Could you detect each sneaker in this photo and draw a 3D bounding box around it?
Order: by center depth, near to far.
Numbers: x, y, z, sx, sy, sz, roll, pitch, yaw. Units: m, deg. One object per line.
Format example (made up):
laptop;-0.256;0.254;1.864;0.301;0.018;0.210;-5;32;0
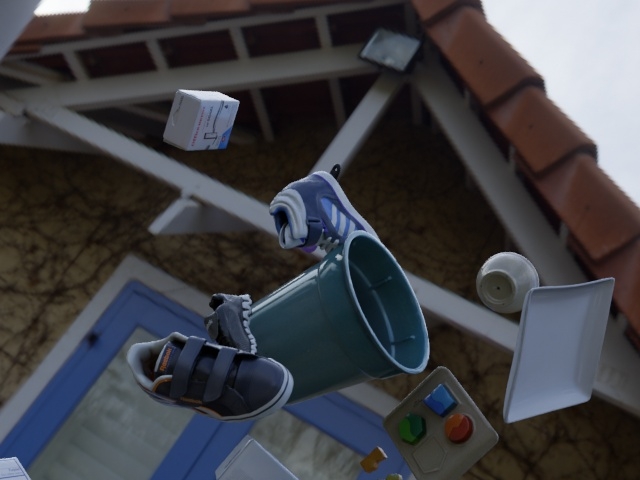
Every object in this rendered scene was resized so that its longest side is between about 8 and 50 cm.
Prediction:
sneaker;-0.209;0.239;1.480;0.321;0.126;0.127;-3;-38;30
sneaker;-0.193;0.196;1.743;0.106;0.234;0.078;16;-53;-23
sneaker;0.000;0.000;2.123;0.323;0.236;0.130;57;-37;-4

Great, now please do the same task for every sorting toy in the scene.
sorting toy;0.230;0.463;1.912;0.041;0.307;0.229;34;14;-46

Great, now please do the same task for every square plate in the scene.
square plate;0.588;0.264;2.092;0.347;0.344;0.049;-4;17;-38

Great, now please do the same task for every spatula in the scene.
spatula;0.002;-0.098;2.505;0.084;0.030;0.296;39;-59;31

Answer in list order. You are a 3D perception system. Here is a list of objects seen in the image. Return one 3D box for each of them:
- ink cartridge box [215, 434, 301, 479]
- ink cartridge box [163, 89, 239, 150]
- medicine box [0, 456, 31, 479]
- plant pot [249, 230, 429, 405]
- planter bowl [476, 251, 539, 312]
ink cartridge box;-0.101;0.624;2.046;0.309;0.130;0.272;42;-12;1
ink cartridge box;-0.326;-0.329;2.311;0.086;0.148;0.203;25;18;19
medicine box;-0.607;0.546;1.487;0.289;0.149;0.263;47;9;22
plant pot;0.017;0.202;1.905;0.334;0.341;0.341;-28;-58;23
planter bowl;0.474;0.118;2.180;0.162;0.162;0.109;24;19;23
